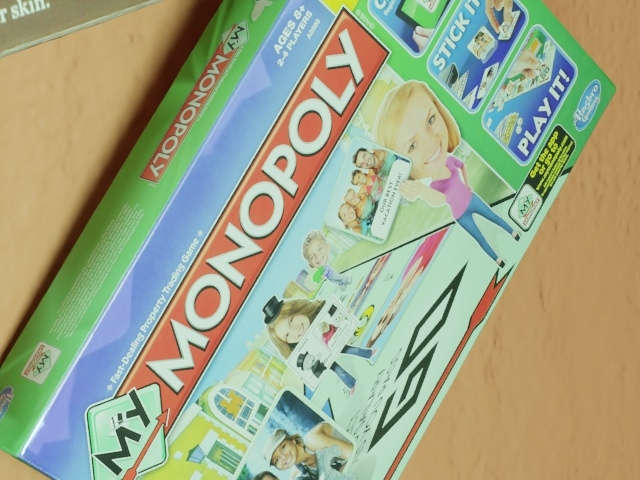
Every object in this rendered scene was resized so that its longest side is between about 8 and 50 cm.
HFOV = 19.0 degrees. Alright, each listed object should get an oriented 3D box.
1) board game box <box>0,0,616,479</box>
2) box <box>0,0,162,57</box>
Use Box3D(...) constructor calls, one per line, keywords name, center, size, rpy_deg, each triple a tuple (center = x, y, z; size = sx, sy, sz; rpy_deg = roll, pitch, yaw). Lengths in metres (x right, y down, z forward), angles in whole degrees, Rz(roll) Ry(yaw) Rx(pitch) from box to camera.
Box3D(name="board game box", center=(0.000, 0.000, 0.887), size=(0.213, 0.046, 0.317), rpy_deg=(40, 75, -43))
Box3D(name="box", center=(-0.139, -0.264, 0.673), size=(0.191, 0.143, 0.381), rpy_deg=(-26, 115, -42))
